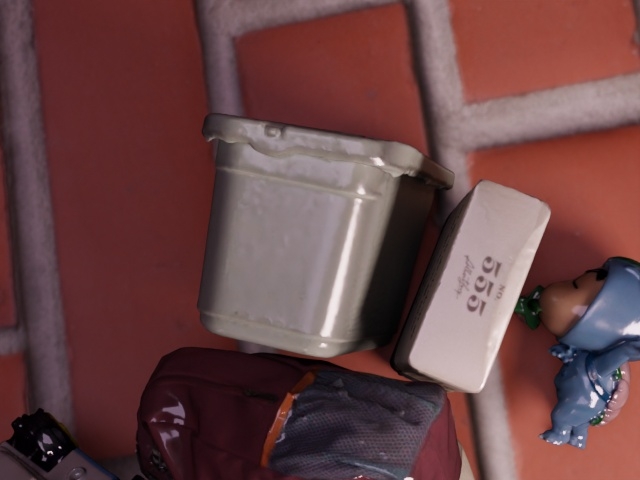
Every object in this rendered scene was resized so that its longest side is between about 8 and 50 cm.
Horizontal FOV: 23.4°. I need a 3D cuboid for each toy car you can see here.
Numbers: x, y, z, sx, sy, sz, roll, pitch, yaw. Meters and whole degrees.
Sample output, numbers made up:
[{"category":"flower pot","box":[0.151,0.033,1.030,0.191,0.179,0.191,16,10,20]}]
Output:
[{"category":"toy car","box":[-0.234,0.291,1.365,0.198,0.166,0.314,-45,41,-21]}]

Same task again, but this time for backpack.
[{"category":"backpack","box":[-0.022,0.209,1.333,0.317,0.283,0.197,10,51,26]}]

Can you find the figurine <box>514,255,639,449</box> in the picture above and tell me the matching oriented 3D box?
[{"category":"figurine","box":[0.230,0.094,1.386,0.144,0.114,0.178,20,93,15]}]

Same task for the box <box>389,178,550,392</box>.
[{"category":"box","box":[0.123,0.047,1.331,0.071,0.259,0.168,21,85,3]}]

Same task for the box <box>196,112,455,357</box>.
[{"category":"box","box":[0.000,0.000,1.347,0.175,0.312,0.183,11,90,13]}]
